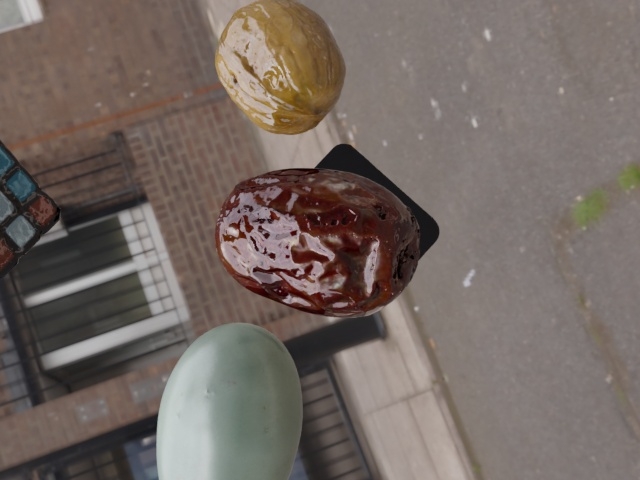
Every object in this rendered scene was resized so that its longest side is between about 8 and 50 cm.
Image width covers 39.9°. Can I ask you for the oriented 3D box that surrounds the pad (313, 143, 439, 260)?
[{"bbox_3d":[0.082,-0.044,1.678,0.267,0.181,0.004,43,173,0],"label":"pad"}]

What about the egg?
[{"bbox_3d":[-0.149,0.315,1.411,0.230,0.230,0.371,-160,80,-77],"label":"egg"}]

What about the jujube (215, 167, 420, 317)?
[{"bbox_3d":[0.000,0.000,1.091,0.183,0.243,0.183,12,-90,-72],"label":"jujube"}]

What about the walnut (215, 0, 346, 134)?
[{"bbox_3d":[-0.062,-0.277,1.405,0.221,0.195,0.195,57,166,20],"label":"walnut"}]

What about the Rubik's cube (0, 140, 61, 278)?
[{"bbox_3d":[-0.427,-0.025,0.939,0.184,0.182,0.187,-7,127,43],"label":"Rubik's cube"}]
